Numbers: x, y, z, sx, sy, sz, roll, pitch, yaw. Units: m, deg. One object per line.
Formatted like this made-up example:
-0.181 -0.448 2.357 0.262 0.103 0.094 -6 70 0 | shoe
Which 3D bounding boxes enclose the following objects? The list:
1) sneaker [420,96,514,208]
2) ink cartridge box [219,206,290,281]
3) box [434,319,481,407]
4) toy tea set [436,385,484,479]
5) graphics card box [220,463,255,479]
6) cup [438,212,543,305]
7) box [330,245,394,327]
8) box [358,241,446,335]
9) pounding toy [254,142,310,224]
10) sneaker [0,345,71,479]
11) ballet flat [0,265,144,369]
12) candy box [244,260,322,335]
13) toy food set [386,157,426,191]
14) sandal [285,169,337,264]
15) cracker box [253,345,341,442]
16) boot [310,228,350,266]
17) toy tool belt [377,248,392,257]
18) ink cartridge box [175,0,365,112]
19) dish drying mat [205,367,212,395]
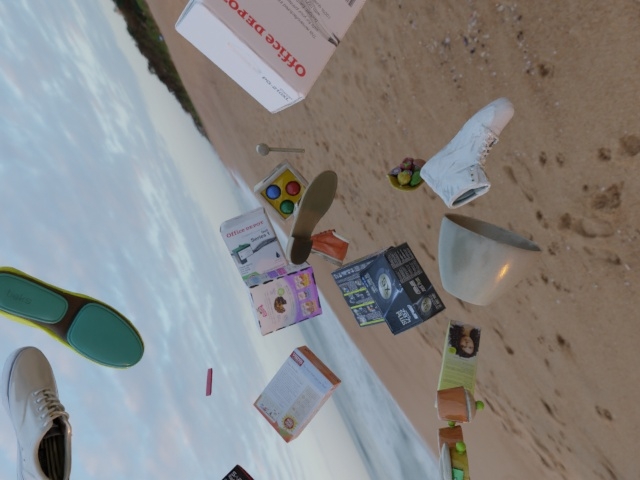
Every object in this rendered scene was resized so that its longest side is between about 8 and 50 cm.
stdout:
0.412 -0.211 1.265 0.108 0.292 0.169 16 -145 -45 | sneaker
-0.212 0.023 1.603 0.092 0.160 0.219 -116 3 -69 | ink cartridge box
0.348 0.315 1.243 0.058 0.087 0.232 91 -164 -47 | box
0.320 0.470 1.050 0.200 0.124 0.336 -78 -18 -59 | toy tea set
-0.306 0.717 1.191 0.094 0.371 0.233 42 155 14 | graphics card box
0.529 0.075 1.646 0.331 0.331 0.237 -128 52 -63 | cup
0.175 0.154 1.564 0.270 0.060 0.216 -27 93 52 | box
0.189 0.118 1.171 0.180 0.077 0.147 61 152 11 | box
-0.103 -0.182 1.365 0.206 0.181 0.094 47 -173 -19 | pounding toy
-0.479 0.306 0.858 0.094 0.091 0.258 1 -110 -64 | sneaker
-0.352 0.104 0.685 0.231 0.077 0.077 38 161 -29 | ballet flat
-0.109 0.168 1.456 0.070 0.196 0.164 -141 37 -63 | candy box
0.334 -0.265 1.832 0.128 0.218 0.071 29 134 21 | toy food set
-0.042 -0.065 1.190 0.088 0.240 0.079 15 -173 -41 | sandal
-0.069 0.445 1.436 0.156 0.232 0.067 41 -166 23 | cracker box
0.000 0.000 1.275 0.158 0.084 0.059 25 180 14 | boot
0.204 0.048 1.394 0.051 0.083 0.052 -60 -14 -60 | toy tool belt
-0.050 -0.318 0.651 0.172 0.237 0.100 37 160 -26 | ink cartridge box
-0.350 0.446 1.552 0.032 0.008 0.083 -24 60 45 | dish drying mat
